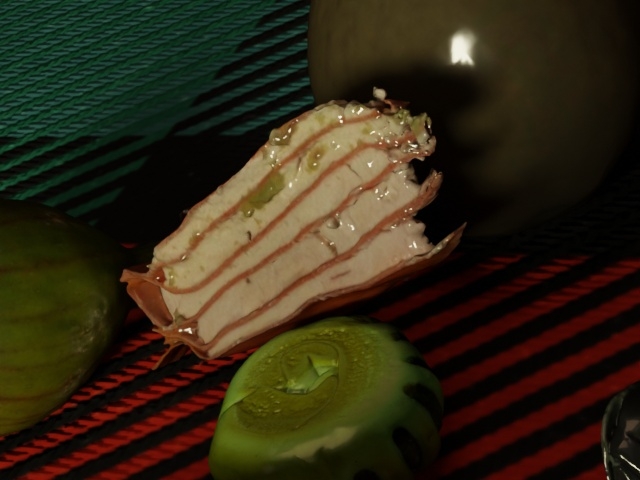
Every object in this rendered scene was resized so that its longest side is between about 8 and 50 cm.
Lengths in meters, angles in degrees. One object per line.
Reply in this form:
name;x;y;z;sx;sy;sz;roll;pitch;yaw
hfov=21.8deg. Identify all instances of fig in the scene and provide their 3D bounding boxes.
fig;-0.157;0.041;1.055;0.259;0.151;0.151;-8;22;-37

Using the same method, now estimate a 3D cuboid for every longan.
longan;0.094;-0.120;1.015;0.248;0.248;0.248;-13;33;9

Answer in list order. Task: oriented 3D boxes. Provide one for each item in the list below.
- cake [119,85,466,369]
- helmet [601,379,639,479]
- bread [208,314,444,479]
cake;-0.002;-0.006;0.955;0.135;0.098;0.287;-14;-10;-37
helmet;0.209;0.130;0.727;0.153;0.107;0.177;-17;52;-3
bread;0.003;0.100;0.897;0.130;0.071;0.139;-21;30;1
